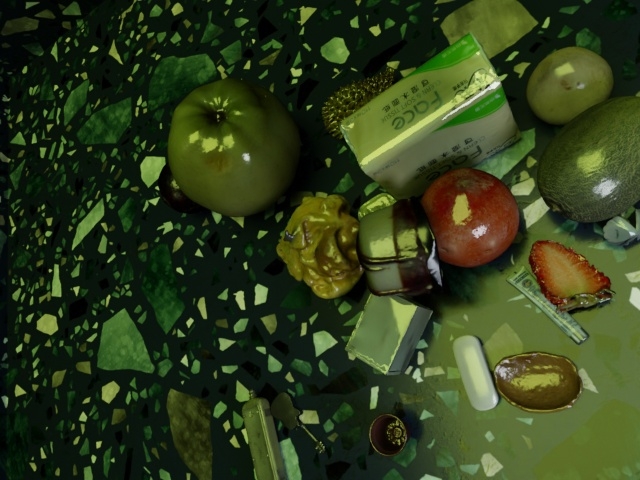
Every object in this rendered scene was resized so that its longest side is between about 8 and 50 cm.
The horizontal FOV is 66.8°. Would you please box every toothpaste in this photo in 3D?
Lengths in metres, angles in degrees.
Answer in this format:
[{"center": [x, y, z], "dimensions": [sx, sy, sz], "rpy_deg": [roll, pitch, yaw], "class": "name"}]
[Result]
[{"center": [0.585, 0.165, 1.252], "dimensions": [0.062, 0.039, 0.239], "rpy_deg": [-43, 59, 9], "class": "toothpaste"}]

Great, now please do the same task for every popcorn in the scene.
[{"center": [0.000, 0.000, 1.506], "dimensions": [0.316, 0.281, 0.297], "rpy_deg": [42, 117, 43], "class": "popcorn"}]

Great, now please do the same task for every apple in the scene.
[{"center": [-0.284, -0.307, 1.619], "dimensions": [0.473, 0.473, 0.474], "rpy_deg": [-8, 74, 28], "class": "apple"}]

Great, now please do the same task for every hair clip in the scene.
[{"center": [0.242, 0.009, 1.461], "dimensions": [0.138, 0.091, 0.321], "rpy_deg": [-33, 75, 10], "class": "hair clip"}]

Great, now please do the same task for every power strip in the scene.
[{"center": [-0.175, 0.669, 1.552], "dimensions": [0.092, 0.066, 0.388], "rpy_deg": [-26, 69, 24], "class": "power strip"}]

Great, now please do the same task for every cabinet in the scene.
[{"center": [0.196, 0.254, 1.389], "dimensions": [0.150, 0.145, 0.206], "rpy_deg": [25, 91, 32], "class": "cabinet"}]

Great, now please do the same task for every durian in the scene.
[{"center": [0.134, -0.449, 1.617], "dimensions": [0.306, 0.166, 0.172], "rpy_deg": [-39, 92, 23], "class": "durian"}]

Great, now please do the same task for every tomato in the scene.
[{"center": [0.391, -0.066, 1.298], "dimensions": [0.264, 0.265, 0.265], "rpy_deg": [-8, 74, 28], "class": "tomato"}]

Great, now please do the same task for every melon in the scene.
[{"center": [0.679, -0.194, 1.169], "dimensions": [0.248, 0.248, 0.329], "rpy_deg": [43, 99, 30], "class": "melon"}]

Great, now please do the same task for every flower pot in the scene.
[{"center": [0.201, 0.536, 1.349], "dimensions": [0.111, 0.089, 0.111], "rpy_deg": [-8, 74, 27], "class": "flower pot"}]

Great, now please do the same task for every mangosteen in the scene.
[{"center": [-0.491, -0.228, 1.866], "dimensions": [0.265, 0.228, 0.228], "rpy_deg": [-38, 61, 0], "class": "mangosteen"}]

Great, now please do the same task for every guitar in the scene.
[{"center": [-0.067, 0.580, 1.530], "dimensions": [0.233, 0.025, 0.088], "rpy_deg": [39, 97, 31], "class": "guitar"}]

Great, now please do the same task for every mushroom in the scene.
[{"center": [0.657, -0.415, 1.288], "dimensions": [0.204, 0.204, 0.204], "rpy_deg": [-8, 74, 28], "class": "mushroom"}]

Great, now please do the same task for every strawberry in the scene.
[{"center": [0.627, 0.093, 1.232], "dimensions": [0.167, 0.087, 0.208], "rpy_deg": [-9, 46, 8], "class": "strawberry"}]

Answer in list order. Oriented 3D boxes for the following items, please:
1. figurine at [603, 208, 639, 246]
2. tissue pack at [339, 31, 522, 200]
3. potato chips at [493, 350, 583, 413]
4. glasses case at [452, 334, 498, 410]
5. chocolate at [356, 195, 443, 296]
[{"center": [0.750, -0.031, 1.187], "dimensions": [0.082, 0.086, 0.094], "rpy_deg": [7, 123, 45], "class": "figurine"}, {"center": [0.313, -0.309, 1.352], "dimensions": [0.404, 0.331, 0.205], "rpy_deg": [-30, 63, 21], "class": "tissue pack"}, {"center": [0.546, 0.356, 1.220], "dimensions": [0.201, 0.049, 0.150], "rpy_deg": [-17, 65, 28], "class": "potato chips"}, {"center": [0.413, 0.351, 1.297], "dimensions": [0.076, 0.049, 0.197], "rpy_deg": [-24, 67, 23], "class": "glasses case"}, {"center": [0.191, 0.036, 1.277], "dimensions": [0.186, 0.283, 0.284], "rpy_deg": [-16, 68, 0], "class": "chocolate"}]
